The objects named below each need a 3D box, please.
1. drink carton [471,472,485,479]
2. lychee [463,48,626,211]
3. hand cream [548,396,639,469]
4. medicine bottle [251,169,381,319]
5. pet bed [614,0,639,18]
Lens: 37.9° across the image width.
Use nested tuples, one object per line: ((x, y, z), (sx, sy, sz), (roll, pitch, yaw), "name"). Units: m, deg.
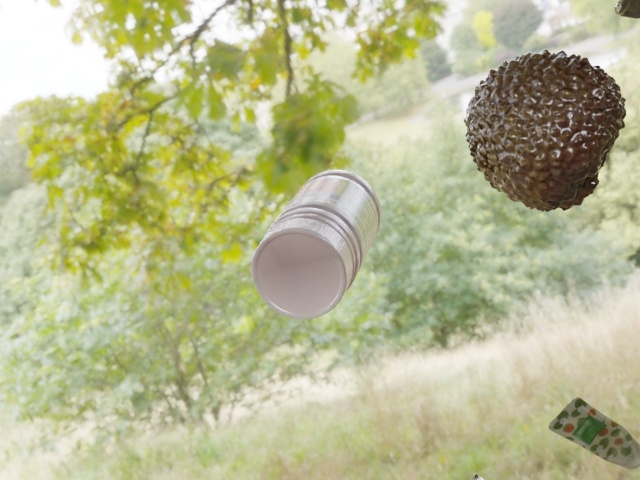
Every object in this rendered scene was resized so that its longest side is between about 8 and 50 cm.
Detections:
((0.208, 0.428, 0.974), (0.132, 0.194, 0.324), (-9, 36, -44), "drink carton")
((0.253, -0.130, 1.066), (0.188, 0.188, 0.188), (-23, 13, 6), "lychee")
((0.365, 0.254, 1.206), (0.057, 0.165, 0.037), (-51, 27, 14), "hand cream")
((0.000, 0.000, 1.257), (0.133, 0.133, 0.249), (-19, 16, 21), "medicine bottle")
((0.440, -0.385, 1.148), (0.183, 0.159, 0.211), (-27, -20, -2), "pet bed")
